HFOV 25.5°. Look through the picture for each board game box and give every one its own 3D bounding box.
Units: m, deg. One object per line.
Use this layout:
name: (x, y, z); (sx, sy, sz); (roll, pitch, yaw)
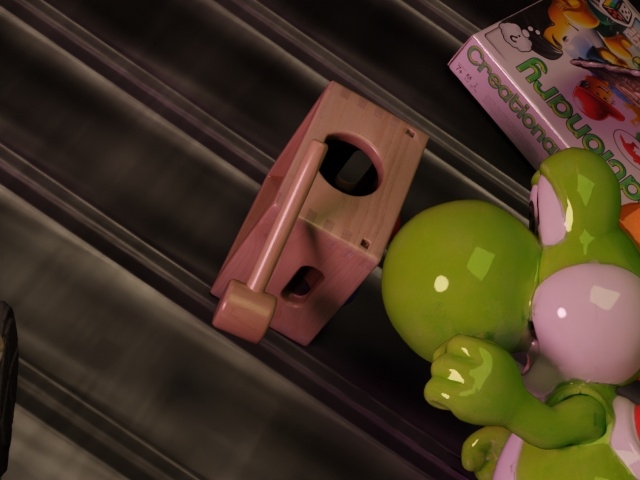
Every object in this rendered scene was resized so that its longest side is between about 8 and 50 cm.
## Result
board game box: (0.275, -0.084, 1.233); (0.193, 0.053, 0.305); (-31, 77, -37)

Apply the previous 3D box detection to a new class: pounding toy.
pounding toy: (0.002, 0.000, 0.959); (0.094, 0.181, 0.206); (29, 51, -8)

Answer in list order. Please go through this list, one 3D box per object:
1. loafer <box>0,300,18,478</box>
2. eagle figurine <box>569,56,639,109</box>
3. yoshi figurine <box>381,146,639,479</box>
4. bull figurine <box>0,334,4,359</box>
loafer: (-0.235, 0.165, 0.800); (0.095, 0.109, 0.302); (3, 51, -3)
eagle figurine: (0.367, -0.082, 1.153); (0.298, 0.225, 0.226); (-19, 23, -5)
yoshi figurine: (0.124, 0.122, 0.909); (0.203, 0.203, 0.362); (7, 77, -34)
bull figurine: (-0.275, 0.040, 0.756); (0.101, 0.188, 0.310); (1, 41, -44)
